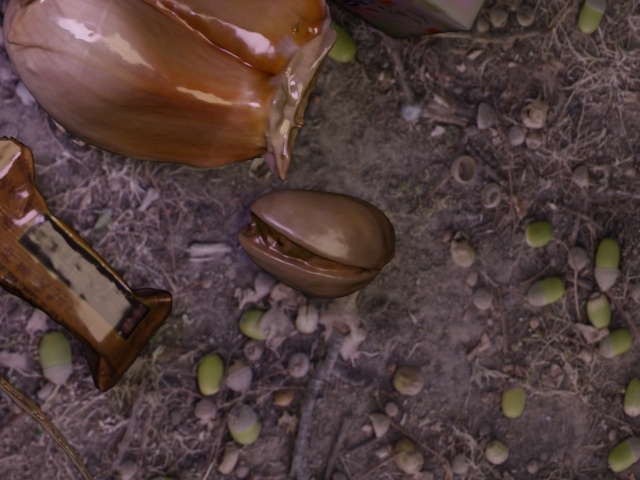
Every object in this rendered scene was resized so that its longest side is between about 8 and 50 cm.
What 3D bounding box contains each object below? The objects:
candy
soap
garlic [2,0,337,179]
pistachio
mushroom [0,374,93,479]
[{"bbox_3d":[-0.277,0.021,1.512,0.271,0.101,0.143,43,81,-14],"label":"candy"},{"bbox_3d":[0.078,-0.323,1.606,0.199,0.182,0.138,28,83,-24],"label":"soap"},{"bbox_3d":[-0.147,-0.208,1.497,0.313,0.249,0.286,23,100,-4],"label":"garlic"},{"bbox_3d":[0.000,0.000,1.629,0.185,0.124,0.124,19,85,-18],"label":"pistachio"},{"bbox_3d":[-0.306,0.182,1.549,0.026,0.028,0.286,-24,106,22],"label":"mushroom"}]
